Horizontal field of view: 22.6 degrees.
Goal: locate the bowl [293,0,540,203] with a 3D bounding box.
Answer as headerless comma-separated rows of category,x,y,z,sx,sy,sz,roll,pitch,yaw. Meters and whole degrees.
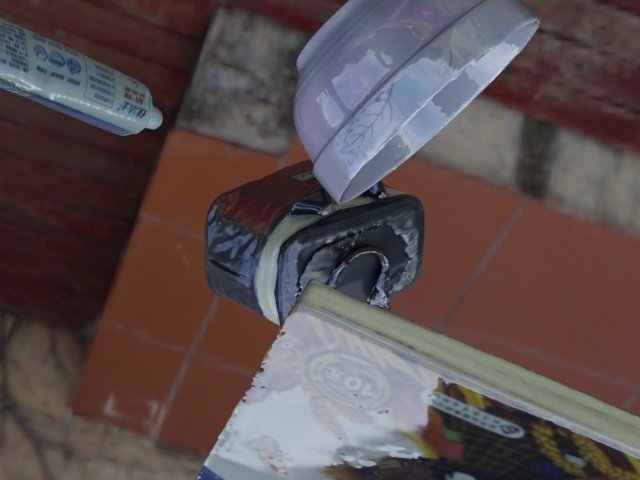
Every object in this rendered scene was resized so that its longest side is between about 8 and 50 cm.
bowl,0.079,-0.183,1.673,0.144,0.287,0.287,49,142,4

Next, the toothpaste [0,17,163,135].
toothpaste,-0.209,-0.129,1.242,0.047,0.069,0.268,-9,163,30

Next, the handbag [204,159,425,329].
handbag,0.000,0.000,1.947,0.181,0.254,0.181,26,124,40

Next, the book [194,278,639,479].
book,0.060,0.202,1.226,0.300,0.039,0.428,23,143,-4
